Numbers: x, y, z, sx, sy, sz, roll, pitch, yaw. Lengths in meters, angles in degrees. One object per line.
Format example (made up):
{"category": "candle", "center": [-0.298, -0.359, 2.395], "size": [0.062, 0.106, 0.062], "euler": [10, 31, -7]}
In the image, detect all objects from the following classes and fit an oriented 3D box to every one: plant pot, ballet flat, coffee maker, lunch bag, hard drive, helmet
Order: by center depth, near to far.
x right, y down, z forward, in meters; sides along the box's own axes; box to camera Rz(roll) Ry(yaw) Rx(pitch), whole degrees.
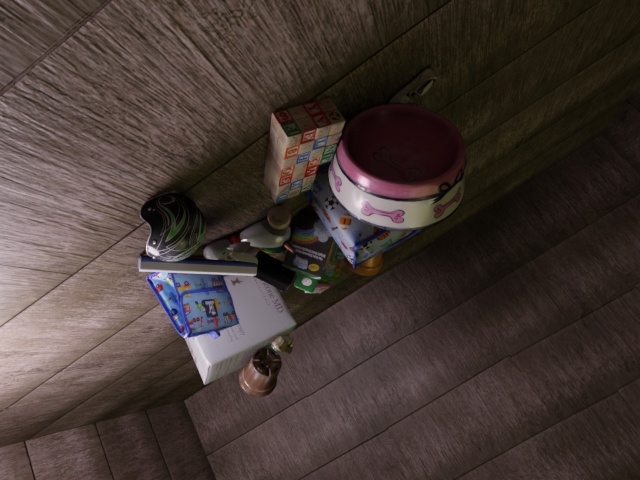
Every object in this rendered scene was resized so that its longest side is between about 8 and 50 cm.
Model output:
{"category": "helmet", "center": [-0.387, -0.027, 1.134], "size": [0.169, 0.161, 0.169], "euler": [-27, 161, -10]}
{"category": "ballet flat", "center": [0.270, -0.437, 1.263], "size": [0.168, 0.052, 0.057], "euler": [-39, 159, 24]}
{"category": "hard drive", "center": [-0.374, 0.075, 1.289], "size": [0.318, 0.040, 0.210], "euler": [5, 177, -24]}
{"category": "lunch bag", "center": [0.191, -0.144, 1.457], "size": [0.385, 0.328, 0.239], "euler": [-31, 161, -10]}
{"category": "lunch bag", "center": [-0.423, 0.211, 1.474], "size": [0.138, 0.293, 0.221], "euler": [-40, 159, 26]}
{"category": "ballet flat", "center": [-0.158, 0.012, 1.727], "size": [0.231, 0.077, 0.077], "euler": [-17, 174, -39]}
{"category": "coffee maker", "center": [-0.196, 0.129, 1.737], "size": [0.120, 0.178, 0.171], "euler": [-65, -171, -6]}
{"category": "plant pot", "center": [-0.242, 0.545, 1.794], "size": [0.167, 0.167, 0.165], "euler": [-17, 149, -36]}
{"category": "ballet flat", "center": [-0.146, 0.438, 1.810], "size": [0.067, 0.073, 0.206], "euler": [-47, 164, -4]}
{"category": "plant pot", "center": [0.247, 0.050, 2.266], "size": [0.205, 0.205, 0.188], "euler": [-20, 142, -29]}

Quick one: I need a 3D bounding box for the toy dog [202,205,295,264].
{"category": "toy dog", "center": [-0.224, 0.024, 1.509], "size": [0.333, 0.161, 0.220], "euler": [-33, 160, 5]}

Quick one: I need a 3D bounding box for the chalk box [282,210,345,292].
{"category": "chalk box", "center": [-0.015, 0.058, 1.676], "size": [0.179, 0.180, 0.289], "euler": [16, 93, -65]}

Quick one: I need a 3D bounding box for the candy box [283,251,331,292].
{"category": "candy box", "center": [-0.062, 0.116, 1.872], "size": [0.071, 0.233, 0.159], "euler": [-36, 161, 15]}

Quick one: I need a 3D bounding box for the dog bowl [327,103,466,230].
{"category": "dog bowl", "center": [0.224, -0.230, 1.223], "size": [0.408, 0.408, 0.150], "euler": [-25, 148, -16]}

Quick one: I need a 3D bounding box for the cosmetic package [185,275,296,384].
{"category": "cosmetic package", "center": [-0.377, 0.360, 1.866], "size": [0.393, 0.329, 0.327], "euler": [-21, 157, -28]}

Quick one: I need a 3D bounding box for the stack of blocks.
{"category": "stack of blocks", "center": [-0.056, -0.244, 1.203], "size": [0.171, 0.087, 0.297], "euler": [-22, 159, -23]}
